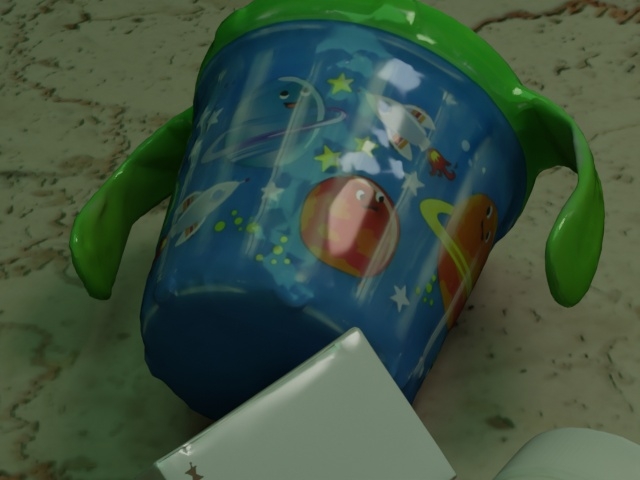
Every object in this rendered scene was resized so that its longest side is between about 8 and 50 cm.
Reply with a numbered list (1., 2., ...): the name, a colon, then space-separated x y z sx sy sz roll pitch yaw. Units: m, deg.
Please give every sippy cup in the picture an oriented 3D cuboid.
1. sippy cup: 0.000 0.000 0.941 0.240 0.305 0.224 35 51 -16

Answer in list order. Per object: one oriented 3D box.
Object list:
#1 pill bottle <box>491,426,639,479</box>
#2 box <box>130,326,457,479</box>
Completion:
1. pill bottle: 0.063 0.222 0.670 0.169 0.169 0.301 20 45 31
2. box: -0.033 0.134 0.785 0.130 0.170 0.091 -32 85 -28
